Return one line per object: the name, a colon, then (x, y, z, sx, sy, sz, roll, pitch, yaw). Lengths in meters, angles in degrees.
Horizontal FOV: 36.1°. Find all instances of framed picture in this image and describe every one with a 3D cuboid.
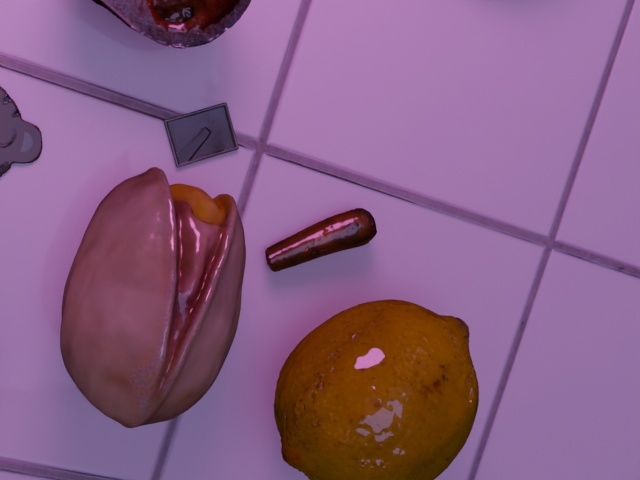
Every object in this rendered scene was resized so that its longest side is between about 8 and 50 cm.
framed picture: (-0.158, -0.140, 1.304, 0.089, 0.006, 0.066, -20, 106, -17)

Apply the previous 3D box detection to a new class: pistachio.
pistachio: (-0.201, 0.074, 1.209, 0.229, 0.230, 0.309, 20, 83, -23)

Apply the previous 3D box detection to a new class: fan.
fan: (-0.453, -0.161, 1.185, 0.152, 0.008, 0.227, -37, 111, -12)

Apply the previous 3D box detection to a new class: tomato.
tomato: (-0.193, -0.349, 1.171, 0.180, 0.155, 0.214, -39, 126, 10)

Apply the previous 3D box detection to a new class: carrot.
carrot: (0.000, 0.000, 1.369, 0.161, 0.055, 0.055, -20, 106, -10)

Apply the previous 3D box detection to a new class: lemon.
lemon: (0.081, 0.212, 1.326, 0.310, 0.258, 0.258, -39, 111, -15)
